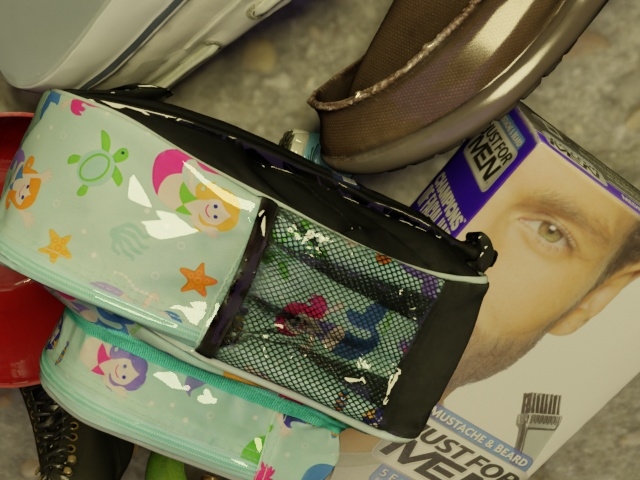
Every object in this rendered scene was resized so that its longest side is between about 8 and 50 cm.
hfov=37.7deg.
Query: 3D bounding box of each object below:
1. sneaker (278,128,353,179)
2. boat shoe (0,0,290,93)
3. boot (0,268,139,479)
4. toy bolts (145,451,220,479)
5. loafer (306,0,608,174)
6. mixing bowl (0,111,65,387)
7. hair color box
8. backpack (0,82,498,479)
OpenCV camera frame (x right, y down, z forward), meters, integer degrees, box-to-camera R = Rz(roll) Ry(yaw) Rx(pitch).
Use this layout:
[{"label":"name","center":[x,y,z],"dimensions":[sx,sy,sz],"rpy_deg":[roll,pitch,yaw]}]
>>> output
[{"label":"sneaker","center":[0.000,0.000,0.690],"dimensions":[0.073,0.063,0.162],"rpy_deg":[3,118,-8]},{"label":"boat shoe","center":[-0.024,-0.190,0.542],"dimensions":[0.367,0.136,0.156],"rpy_deg":[-37,155,28]},{"label":"boot","center":[-0.199,0.124,0.703],"dimensions":[0.077,0.137,0.198],"rpy_deg":[-27,115,11]},{"label":"toy bolts","center":[-0.062,0.295,0.728],"dimensions":[0.228,0.158,0.218],"rpy_deg":[22,149,0]},{"label":"loafer","center":[0.118,-0.191,0.568],"dimensions":[0.366,0.134,0.130],"rpy_deg":[-43,109,7]},{"label":"mixing bowl","center":[-0.213,-0.001,0.643],"dimensions":[0.181,0.098,0.181],"rpy_deg":[-6,104,-24]},{"label":"hair color box","center":[0.110,0.083,0.714],"dimensions":[0.185,0.110,0.339],"rpy_deg":[32,110,-17]},{"label":"backpack","center":[-0.063,0.018,0.538],"dimensions":[0.253,0.225,0.191],"rpy_deg":[30,90,-13]}]
